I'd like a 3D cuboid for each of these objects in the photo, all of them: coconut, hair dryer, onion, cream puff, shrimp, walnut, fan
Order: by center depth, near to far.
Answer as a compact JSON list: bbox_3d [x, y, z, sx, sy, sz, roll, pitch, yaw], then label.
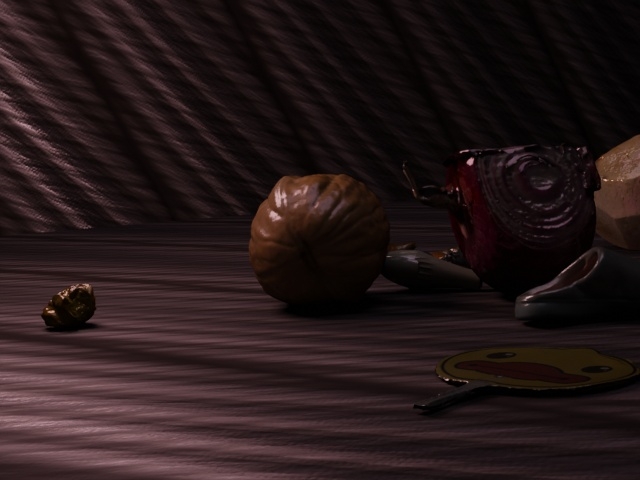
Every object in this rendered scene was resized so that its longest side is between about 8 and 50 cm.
[{"bbox_3d":[0.210,0.144,1.298,0.229,0.011,0.335,3,9,42],"label":"fan"},{"bbox_3d":[-0.365,0.102,1.774,0.058,0.083,0.083,41,7,15],"label":"cream puff"},{"bbox_3d":[0.301,-0.029,1.841,0.272,0.231,0.256,-12,-5,17],"label":"onion"},{"bbox_3d":[0.000,0.000,1.855,0.224,0.225,0.261,-1,8,14],"label":"walnut"},{"bbox_3d":[0.206,0.060,1.988,0.167,0.067,0.199,11,-2,30],"label":"hair dryer"},{"bbox_3d":[0.260,0.026,2.106,0.161,0.049,0.166,-6,-3,10],"label":"shrimp"},{"bbox_3d":[0.623,-0.089,2.332,0.197,0.237,0.237,-4,5,29],"label":"coconut"}]

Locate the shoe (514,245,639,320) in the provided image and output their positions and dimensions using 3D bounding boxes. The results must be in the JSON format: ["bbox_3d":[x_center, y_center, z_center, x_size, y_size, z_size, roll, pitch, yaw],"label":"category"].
[{"bbox_3d":[0.378,0.056,1.636,0.251,0.100,0.103,-8,7,-18],"label":"shoe"}]

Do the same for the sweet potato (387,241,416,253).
[{"bbox_3d":[0.063,0.029,2.195,0.249,0.059,0.069,-9,46,-36],"label":"sweet potato"}]
